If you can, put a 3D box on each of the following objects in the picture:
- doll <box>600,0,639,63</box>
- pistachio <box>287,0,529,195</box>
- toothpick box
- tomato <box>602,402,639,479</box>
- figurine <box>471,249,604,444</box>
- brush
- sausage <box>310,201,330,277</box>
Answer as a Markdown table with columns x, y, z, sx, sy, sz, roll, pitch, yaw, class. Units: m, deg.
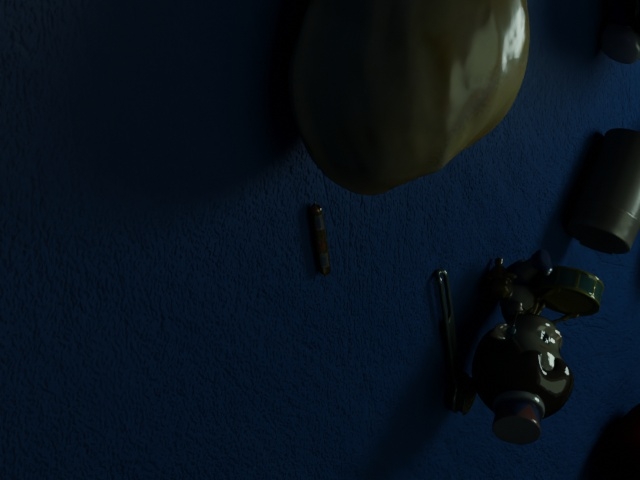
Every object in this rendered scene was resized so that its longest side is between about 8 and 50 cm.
| x | y | z | sx | sy | sz | roll | pitch | yaw | class |
| --- | --- | --- | --- | --- | --- | --- | --- | --- | --- |
| 0.601 | -0.367 | 1.640 | 0.240 | 0.310 | 0.284 | -49 | 140 | -33 | doll |
| 0.086 | -0.195 | 1.081 | 0.230 | 0.229 | 0.309 | 0 | 101 | -55 | pistachio |
| 0.482 | -0.079 | 1.778 | 0.111 | 0.111 | 0.181 | 42 | 69 | -54 | toothpick box |
| 0.696 | 0.453 | 2.222 | 0.298 | 0.226 | 0.299 | -21 | 115 | -54 | tomato |
| 0.301 | 0.158 | 1.555 | 0.161 | 0.158 | 0.276 | 37 | 63 | -45 | figurine |
| 0.189 | 0.145 | 1.536 | 0.062 | 0.027 | 0.266 | -53 | 142 | -39 | brush |
| 0.000 | 0.000 | 1.211 | 0.015 | 0.015 | 0.100 | -41 | 135 | -38 | sausage |
